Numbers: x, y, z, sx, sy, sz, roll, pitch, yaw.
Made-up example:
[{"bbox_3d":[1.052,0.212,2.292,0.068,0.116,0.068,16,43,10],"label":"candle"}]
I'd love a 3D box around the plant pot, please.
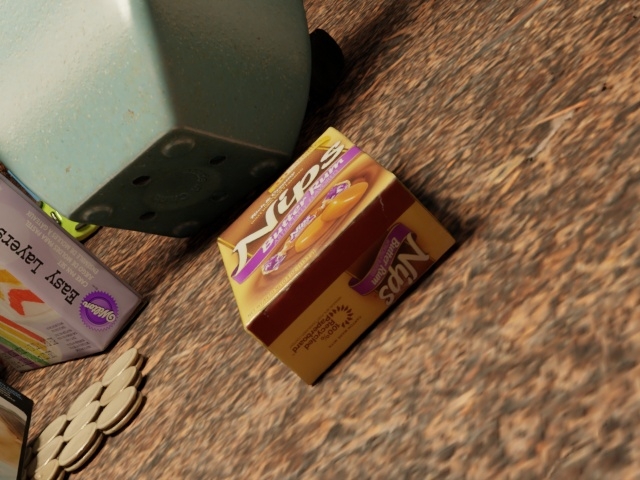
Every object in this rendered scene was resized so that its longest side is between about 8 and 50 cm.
[{"bbox_3d":[-0.152,-0.147,0.985,0.247,0.248,0.252,-36,63,30],"label":"plant pot"}]

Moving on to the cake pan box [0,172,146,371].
[{"bbox_3d":[-0.312,0.013,1.025,0.070,0.246,0.267,-53,19,-27],"label":"cake pan box"}]

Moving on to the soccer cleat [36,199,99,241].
[{"bbox_3d":[-0.261,-0.096,1.496,0.289,0.093,0.121,-48,-14,4],"label":"soccer cleat"}]

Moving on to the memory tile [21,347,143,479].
[{"bbox_3d":[-0.180,0.144,0.805,0.148,0.012,0.113,-43,17,3],"label":"memory tile"}]

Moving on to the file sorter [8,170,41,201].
[{"bbox_3d":[-0.401,-0.124,1.803,0.104,0.118,0.170,-37,18,13],"label":"file sorter"}]

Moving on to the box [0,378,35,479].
[{"bbox_3d":[-0.284,0.198,0.761,0.169,0.087,0.290,-51,16,4],"label":"box"}]

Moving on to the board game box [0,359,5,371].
[{"bbox_3d":[-0.458,0.098,1.117,0.144,0.142,0.275,-48,-20,-12],"label":"board game box"}]

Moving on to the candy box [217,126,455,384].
[{"bbox_3d":[0.000,0.000,0.652,0.109,0.053,0.186,-45,15,3],"label":"candy box"}]

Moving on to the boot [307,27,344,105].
[{"bbox_3d":[-0.029,-0.146,1.086,0.099,0.045,0.121,-36,23,26],"label":"boot"}]
